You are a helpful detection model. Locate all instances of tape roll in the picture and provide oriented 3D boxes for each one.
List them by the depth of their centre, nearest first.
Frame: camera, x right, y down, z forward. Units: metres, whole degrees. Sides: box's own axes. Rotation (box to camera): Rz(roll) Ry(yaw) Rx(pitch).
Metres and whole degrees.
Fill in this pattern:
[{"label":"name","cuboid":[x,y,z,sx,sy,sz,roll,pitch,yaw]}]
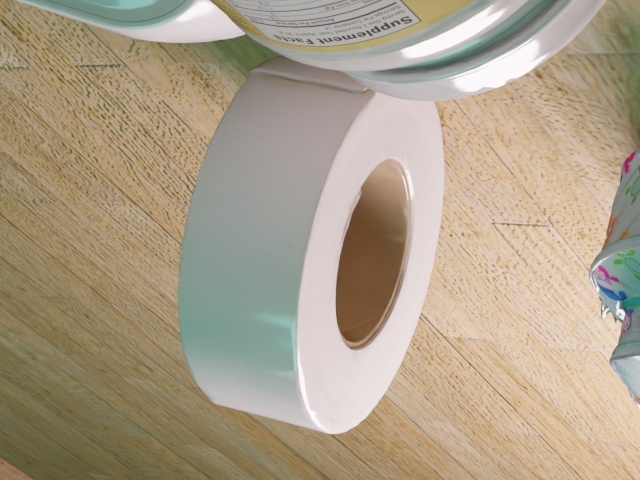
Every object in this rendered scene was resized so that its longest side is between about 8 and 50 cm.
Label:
[{"label":"tape roll","cuboid":[0.000,0.000,1.251,0.100,0.286,0.286,13,156,23]}]

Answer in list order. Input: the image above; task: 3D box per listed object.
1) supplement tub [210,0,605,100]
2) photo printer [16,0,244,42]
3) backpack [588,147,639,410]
[{"label":"supplement tub","cuboid":[-0.002,-0.226,0.760,0.241,0.241,0.331,5,162,34]},{"label":"photo printer","cuboid":[-0.163,-0.207,1.021,0.307,0.107,0.256,18,-166,9]},{"label":"backpack","cuboid":[0.317,0.040,1.200,0.225,0.191,0.253,8,149,33]}]
